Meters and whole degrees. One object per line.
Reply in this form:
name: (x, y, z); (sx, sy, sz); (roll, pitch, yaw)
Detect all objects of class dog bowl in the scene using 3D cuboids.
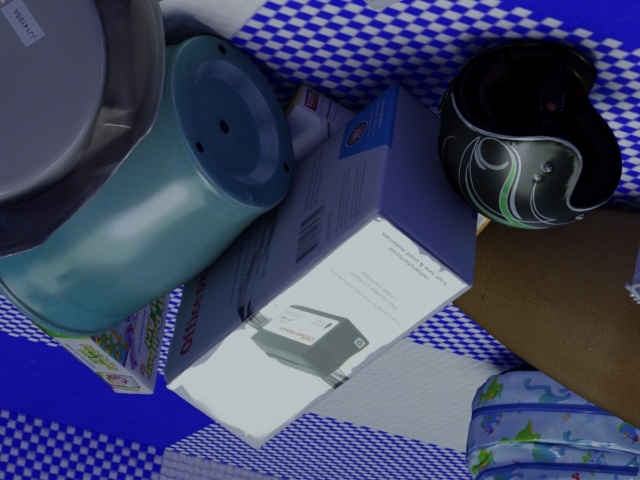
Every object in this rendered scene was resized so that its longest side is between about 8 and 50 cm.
dog bowl: (-0.308, -0.151, 1.642); (0.348, 0.349, 0.102); (13, 173, -11)

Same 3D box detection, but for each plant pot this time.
plant pot: (-0.177, -0.071, 1.920); (0.255, 0.272, 0.271); (-22, 146, 33)
plant pot: (0.282, 0.054, 2.136); (0.254, 0.237, 0.237); (21, 163, 12)

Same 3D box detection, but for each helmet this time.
helmet: (0.195, -0.089, 1.816); (0.169, 0.169, 0.161); (4, 144, 15)

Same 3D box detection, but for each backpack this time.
backpack: (0.379, 0.280, 2.688); (0.355, 0.273, 0.290); (21, 168, 5)

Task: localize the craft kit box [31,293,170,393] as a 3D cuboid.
craft kit box: (-0.232, 0.018, 2.183); (0.061, 0.250, 0.246); (2, 160, 15)

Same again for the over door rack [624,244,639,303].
over door rack: (0.385, -0.005, 1.852); (0.108, 0.240, 0.324); (7, 161, 23)

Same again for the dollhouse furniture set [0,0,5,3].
dollhouse furniture set: (-0.173, -0.265, 1.405); (0.129, 0.184, 0.129); (37, 157, -3)

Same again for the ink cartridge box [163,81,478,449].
ink cartridge box: (0.004, 0.026, 1.905); (0.129, 0.223, 0.307); (38, 122, -21)

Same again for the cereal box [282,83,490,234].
cereal box: (0.035, -0.039, 2.025); (0.240, 0.047, 0.173); (28, 129, -14)

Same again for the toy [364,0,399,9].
toy: (0.023, -0.274, 1.527); (0.137, 0.056, 0.237); (-13, 142, 40)
